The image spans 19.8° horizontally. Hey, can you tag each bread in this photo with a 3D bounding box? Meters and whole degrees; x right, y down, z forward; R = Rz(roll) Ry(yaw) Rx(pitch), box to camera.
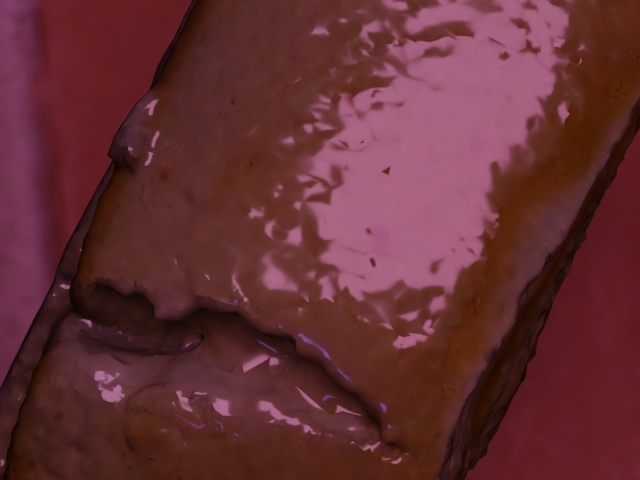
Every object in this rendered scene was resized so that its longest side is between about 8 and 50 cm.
[{"bbox_3d":[0.000,0.000,0.458,0.124,0.186,0.257,24,73,0],"label":"bread"}]
